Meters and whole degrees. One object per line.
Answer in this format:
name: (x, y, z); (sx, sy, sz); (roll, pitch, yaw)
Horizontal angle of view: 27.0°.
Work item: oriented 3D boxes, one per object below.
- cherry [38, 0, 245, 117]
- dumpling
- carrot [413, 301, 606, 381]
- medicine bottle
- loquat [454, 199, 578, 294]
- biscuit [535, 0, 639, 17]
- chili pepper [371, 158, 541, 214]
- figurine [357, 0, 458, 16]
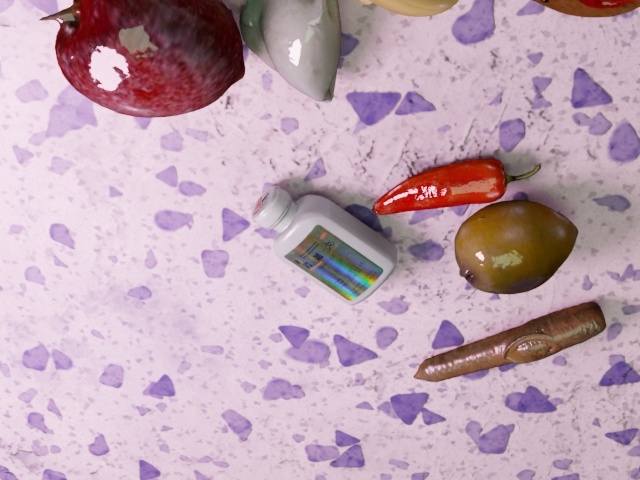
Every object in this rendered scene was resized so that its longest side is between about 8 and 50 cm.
cherry: (-0.234, -0.277, 1.845); (0.300, 0.203, 0.230); (17, 124, -25)
dumpling: (-0.031, -0.290, 1.889); (0.105, 0.149, 0.216); (-30, 134, -21)
carrot: (0.306, 0.179, 2.202); (0.342, 0.070, 0.070); (-21, 121, 20)
medicine bottle: (0.000, 0.000, 2.090); (0.229, 0.083, 0.121); (35, 124, -18)
loquat: (0.298, 0.009, 2.034); (0.195, 0.152, 0.152); (-22, 123, -6)
biscuit: (0.397, -0.404, 1.706); (0.314, 0.063, 0.367); (26, 145, -18)
chili pepper: (0.202, -0.081, 2.031); (0.272, 0.063, 0.071); (-11, 111, 16)
figurine: (0.083, -0.431, 1.758); (0.222, 0.124, 0.324); (-37, 118, 23)
